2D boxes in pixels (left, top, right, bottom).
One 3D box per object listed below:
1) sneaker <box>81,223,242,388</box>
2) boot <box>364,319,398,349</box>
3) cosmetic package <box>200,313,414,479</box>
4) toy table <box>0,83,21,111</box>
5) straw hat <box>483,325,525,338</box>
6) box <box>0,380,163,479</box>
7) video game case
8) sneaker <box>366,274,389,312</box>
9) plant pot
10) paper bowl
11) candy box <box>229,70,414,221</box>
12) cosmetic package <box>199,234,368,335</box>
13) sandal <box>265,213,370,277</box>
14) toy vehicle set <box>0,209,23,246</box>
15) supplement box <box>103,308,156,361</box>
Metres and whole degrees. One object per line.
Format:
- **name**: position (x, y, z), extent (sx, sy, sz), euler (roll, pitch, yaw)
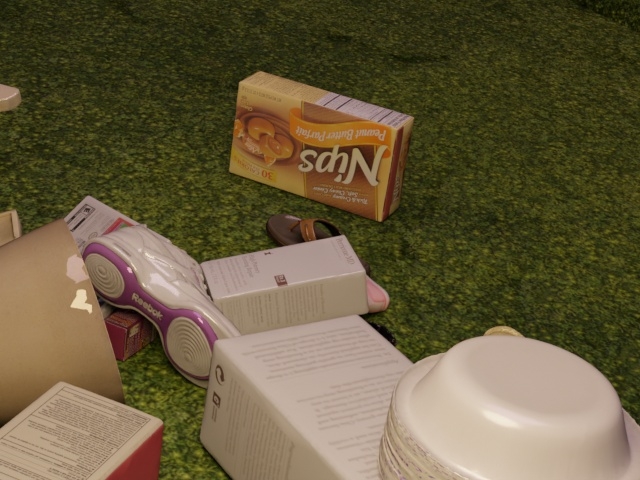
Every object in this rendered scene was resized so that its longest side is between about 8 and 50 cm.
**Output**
- **sneaker**: position (-0.185, 0.082, 1.913), extent (0.305, 0.114, 0.152), euler (43, 35, 9)
- **boot**: position (0.056, 0.157, 1.936), extent (0.045, 0.099, 0.121), euler (-12, 33, -38)
- **cosmetic package**: position (0.066, 0.277, 1.632), extent (0.230, 0.161, 0.453), euler (-8, 31, -33)
- **toy table**: position (-0.660, -0.235, 2.372), extent (0.274, 0.252, 0.161), euler (26, 47, 14)
- **straw hat**: position (0.270, 0.162, 2.037), extent (0.144, 0.061, 0.144), euler (7, 26, -3)
- **box**: position (-0.299, 0.282, 1.549), extent (0.148, 0.127, 0.232), euler (18, 28, 18)
- **video game case**: position (-0.347, 0.039, 2.025), extent (0.183, 0.023, 0.201), euler (27, 63, 32)
- **sneaker**: position (0.039, 0.073, 2.151), extent (0.070, 0.051, 0.134), euler (-12, 37, -45)
- **plant pot**: position (-0.415, 0.133, 1.718), extent (0.274, 0.256, 0.256), euler (-18, 34, -15)
- **paper bowl**: position (0.213, 0.208, 1.481), extent (0.284, 0.148, 0.284), euler (9, 25, -4)
- **candy box**: position (-0.002, -0.172, 2.475), extent (0.316, 0.183, 0.087), euler (18, 29, 19)
- **cosmetic package**: position (-0.054, 0.070, 2.046), extent (0.231, 0.085, 0.117), euler (-13, 31, -11)
- **sandal**: position (0.000, 0.000, 2.273), extent (0.090, 0.060, 0.219), euler (-14, 34, -38)
- **toy vehicle set**: position (-0.511, 0.049, 1.992), extent (0.166, 0.035, 0.267), euler (-15, 31, -7)
- **supplement box**: position (-0.271, 0.126, 1.947), extent (0.043, 0.055, 0.083), euler (20, 27, 21)
